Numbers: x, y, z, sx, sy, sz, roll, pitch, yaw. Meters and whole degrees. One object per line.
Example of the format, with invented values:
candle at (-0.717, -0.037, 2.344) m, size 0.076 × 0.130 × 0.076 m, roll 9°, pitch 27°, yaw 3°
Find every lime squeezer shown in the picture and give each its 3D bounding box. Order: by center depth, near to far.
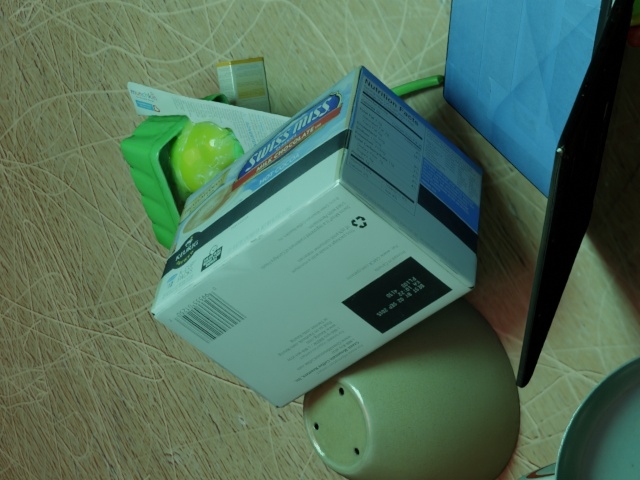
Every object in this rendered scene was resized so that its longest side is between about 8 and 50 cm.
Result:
lime squeezer at (0.052, -0.137, 2.169) m, size 0.110 × 0.058 × 0.310 m, roll 55°, pitch 135°, yaw 25°

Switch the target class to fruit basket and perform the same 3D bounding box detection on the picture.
fruit basket at (-0.092, -0.068, 2.259) m, size 0.353 × 0.165 × 0.327 m, roll 9°, pitch 134°, yaw 33°

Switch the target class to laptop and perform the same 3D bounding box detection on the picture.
laptop at (0.193, -0.132, 1.780) m, size 0.236 × 0.408 × 0.382 m, roll 16°, pitch 141°, yaw 14°

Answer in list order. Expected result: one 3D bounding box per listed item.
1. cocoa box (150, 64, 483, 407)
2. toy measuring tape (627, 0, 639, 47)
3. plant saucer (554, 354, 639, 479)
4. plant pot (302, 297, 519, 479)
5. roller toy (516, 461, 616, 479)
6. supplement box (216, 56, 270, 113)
cocoa box at (0.000, 0.000, 2.017) m, size 0.347 × 0.231 × 0.228 m, roll -35°, pitch 29°, yaw 34°
toy measuring tape at (0.394, -0.266, 1.685) m, size 0.330 × 0.121 × 0.121 m, roll -3°, pitch 97°, yaw 50°
plant saucer at (0.409, 0.266, 1.736) m, size 0.317 × 0.044 × 0.318 m, roll -1°, pitch 86°, yaw 8°
plant pot at (0.089, 0.214, 2.115) m, size 0.284 × 0.191 × 0.284 m, roll 16°, pitch 112°, yaw 47°
roller toy at (0.322, 0.308, 1.868) m, size 0.191 × 0.209 × 0.146 m, roll -18°, pitch 86°, yaw 21°
supplement box at (-0.110, -0.210, 2.333) m, size 0.036 × 0.062 × 0.098 m, roll -1°, pitch 98°, yaw 49°
